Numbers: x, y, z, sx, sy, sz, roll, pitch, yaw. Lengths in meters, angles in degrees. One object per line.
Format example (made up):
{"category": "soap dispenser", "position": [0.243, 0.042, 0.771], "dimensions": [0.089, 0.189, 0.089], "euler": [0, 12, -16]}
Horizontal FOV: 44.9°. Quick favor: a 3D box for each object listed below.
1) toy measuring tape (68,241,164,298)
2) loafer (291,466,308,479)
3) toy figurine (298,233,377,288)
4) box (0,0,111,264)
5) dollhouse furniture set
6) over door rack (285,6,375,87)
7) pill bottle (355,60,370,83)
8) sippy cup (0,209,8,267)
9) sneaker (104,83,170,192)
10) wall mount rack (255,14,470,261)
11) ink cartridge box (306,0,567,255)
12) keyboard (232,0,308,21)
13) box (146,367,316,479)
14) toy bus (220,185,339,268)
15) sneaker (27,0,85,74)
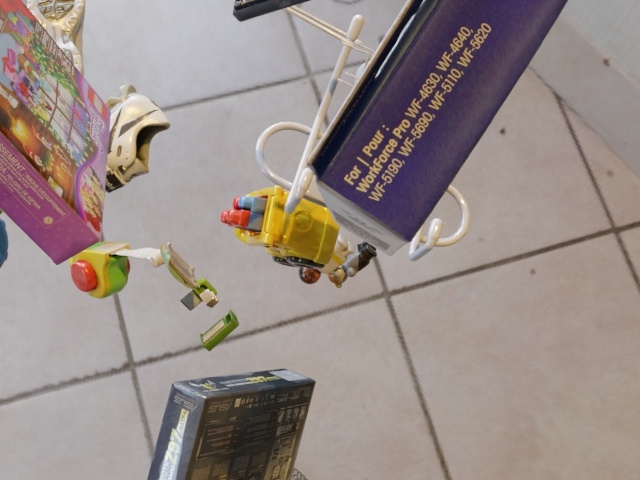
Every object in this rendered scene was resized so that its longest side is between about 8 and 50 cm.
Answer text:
{"category": "toy measuring tape", "position": [-0.410, 0.067, 1.575], "dimensions": [0.330, 0.121, 0.121], "euler": [4, 66, 41]}
{"category": "loafer", "position": [-0.035, 0.588, 1.634], "dimensions": [0.087, 0.094, 0.251], "euler": [-35, 84, 5]}
{"category": "toy figurine", "position": [0.000, 0.000, 1.726], "dimensions": [0.148, 0.213, 0.209], "euler": [-38, 73, 20]}
{"category": "box", "position": [-0.305, -0.135, 0.807], "dimensions": [0.057, 0.201, 0.293], "euler": [-29, 36, 8]}
{"category": "dollhouse furniture set", "position": [-0.184, 0.078, 1.070], "dimensions": [0.059, 0.076, 0.151], "euler": [-40, 113, 1]}
{"category": "over door rack", "position": [-0.036, -0.375, 1.178], "dimensions": [0.324, 0.239, 0.108], "euler": [39, 105, -4]}
{"category": "pill bottle", "position": [0.248, -0.362, 1.665], "dimensions": [0.334, 0.188, 0.187], "euler": [-25, 76, -25]}
{"category": "sippy cup", "position": [-0.855, 0.006, 1.774], "dimensions": [0.224, 0.240, 0.305], "euler": [-2, 70, 18]}
{"category": "sneaker", "position": [-0.441, -0.155, 1.604], "dimensions": [0.146, 0.122, 0.330], "euler": [37, 92, 12]}
{"category": "wall mount rack", "position": [0.095, -0.145, 1.146], "dimensions": [0.350, 0.130, 0.304], "euler": [21, 68, -8]}
{"category": "ink cartridge box", "position": [0.069, -0.075, 0.491], "dimensions": [0.065, 0.333, 0.165], "euler": [33, 90, 5]}
{"category": "keyboard", "position": [-0.026, -0.286, 0.777], "dimensions": [0.023, 0.180, 0.108], "euler": [22, 78, -40]}
{"category": "box", "position": [-0.109, 0.259, 0.957], "dimensions": [0.059, 0.233, 0.183], "euler": [16, 95, 33]}
{"category": "toy bus", "position": [-0.093, -0.035, 1.472], "dimensions": [0.212, 0.220, 0.149], "euler": [12, 84, -24]}
{"category": "sneaker", "position": [-0.433, -0.324, 1.281], "dimensions": [0.091, 0.115, 0.232], "euler": [1, 68, -12]}
